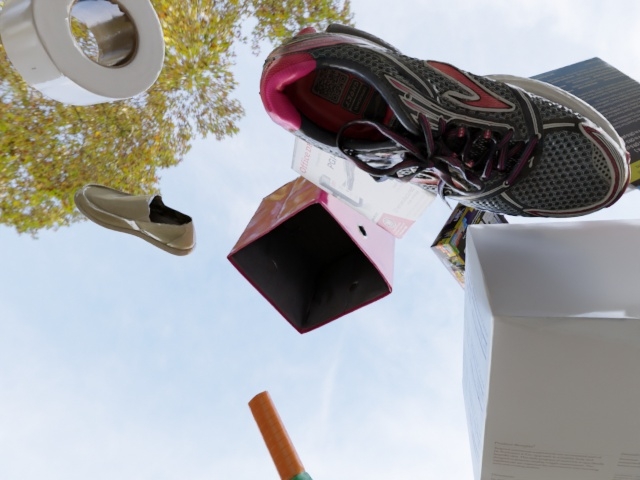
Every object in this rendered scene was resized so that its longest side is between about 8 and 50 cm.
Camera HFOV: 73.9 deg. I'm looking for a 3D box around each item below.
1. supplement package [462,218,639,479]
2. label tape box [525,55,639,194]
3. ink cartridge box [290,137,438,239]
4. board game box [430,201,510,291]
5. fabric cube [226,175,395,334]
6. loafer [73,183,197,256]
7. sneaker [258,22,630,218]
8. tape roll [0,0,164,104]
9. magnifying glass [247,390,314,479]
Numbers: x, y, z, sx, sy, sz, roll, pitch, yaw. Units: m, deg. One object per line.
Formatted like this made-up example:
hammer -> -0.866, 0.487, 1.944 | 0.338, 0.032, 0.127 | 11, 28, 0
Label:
supplement package -> 0.231, 0.103, 0.371 | 0.194, 0.149, 0.203 | -1, -63, 12
label tape box -> 0.484, -0.152, 0.705 | 0.249, 0.348, 0.115 | -21, -33, -18
ink cartridge box -> 0.071, -0.118, 0.628 | 0.217, 0.159, 0.092 | 35, -113, 6
board game box -> 0.294, 0.005, 0.795 | 0.141, 0.048, 0.170 | 50, -123, -14
fabric cube -> 0.000, 0.000, 0.949 | 0.259, 0.258, 0.254 | -30, -68, 28
loafer -> -0.384, -0.062, 0.910 | 0.268, 0.102, 0.092 | 24, -61, -11
sneaker -> 0.094, -0.079, 0.343 | 0.299, 0.112, 0.121 | 18, -59, 3
tape roll -> -0.462, -0.399, 0.839 | 0.246, 0.169, 0.246 | -14, -71, -50
magnifying glass -> -0.013, 0.256, 0.415 | 0.092, 0.231, 0.026 | -49, -32, 22
